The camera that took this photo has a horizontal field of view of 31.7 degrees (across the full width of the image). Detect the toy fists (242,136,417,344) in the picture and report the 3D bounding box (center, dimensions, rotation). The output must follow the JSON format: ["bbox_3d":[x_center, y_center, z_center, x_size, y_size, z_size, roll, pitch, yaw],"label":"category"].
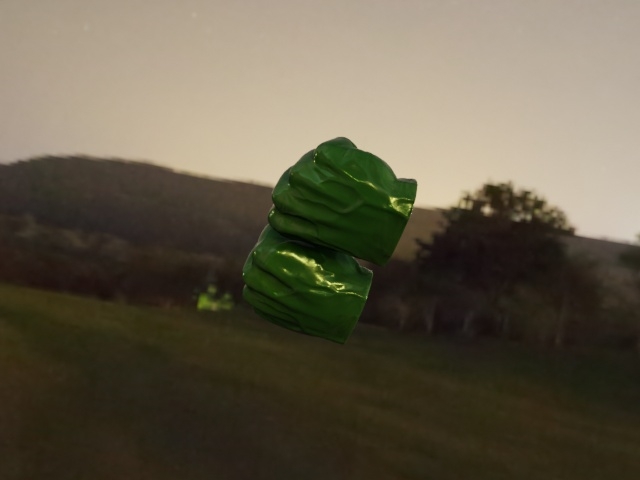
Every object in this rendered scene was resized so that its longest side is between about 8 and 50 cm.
[{"bbox_3d":[0.000,0.000,1.257,0.142,0.096,0.279,19,-44,-6],"label":"toy fists"}]
